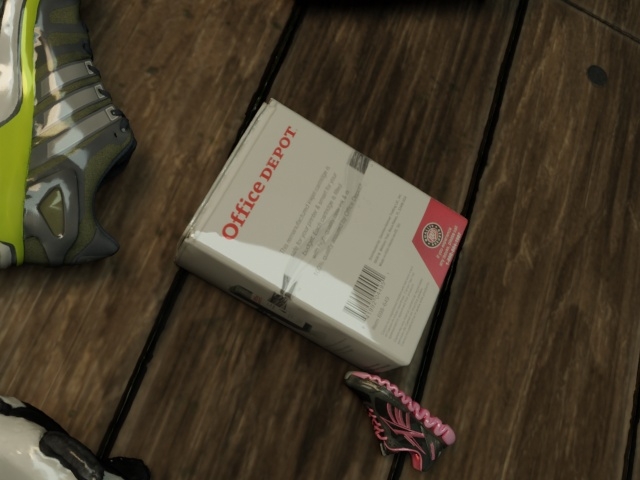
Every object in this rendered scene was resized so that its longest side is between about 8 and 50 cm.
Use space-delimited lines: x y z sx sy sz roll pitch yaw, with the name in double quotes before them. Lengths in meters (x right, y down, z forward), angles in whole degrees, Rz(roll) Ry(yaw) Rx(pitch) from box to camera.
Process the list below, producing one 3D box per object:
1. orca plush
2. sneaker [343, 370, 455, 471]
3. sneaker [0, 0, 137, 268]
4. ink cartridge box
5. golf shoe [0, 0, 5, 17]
"orca plush" -0.145 0.190 0.492 0.287 0.151 0.102 20 26 12
"sneaker" 0.065 0.166 0.609 0.119 0.047 0.057 38 77 -3
"sneaker" -0.220 -0.113 0.572 0.121 0.111 0.300 10 76 -27
"ink cartridge box" 0.000 0.000 0.608 0.218 0.092 0.158 32 66 -9
"golf shoe" -0.363 -0.246 0.559 0.198 0.094 0.077 21 69 -10
